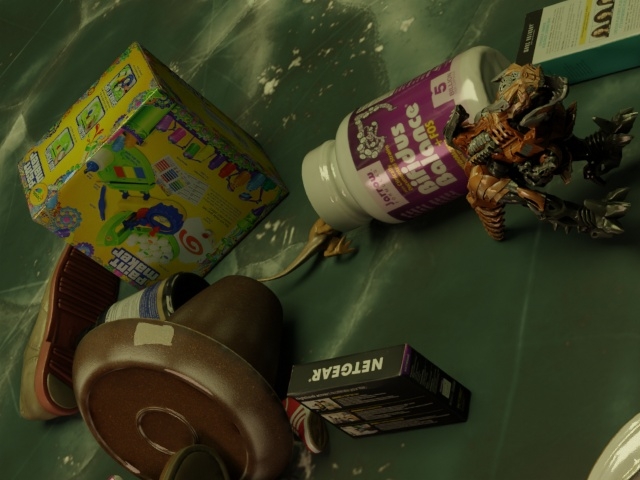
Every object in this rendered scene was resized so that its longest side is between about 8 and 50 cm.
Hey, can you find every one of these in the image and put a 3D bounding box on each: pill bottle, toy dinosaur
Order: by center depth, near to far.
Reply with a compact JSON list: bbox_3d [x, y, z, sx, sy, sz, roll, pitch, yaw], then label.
[{"bbox_3d":[0.246,-0.098,1.532,0.322,0.218,0.164,102,179,-82],"label":"toy dinosaur"},{"bbox_3d":[0.128,-0.123,1.745,0.301,0.169,0.169,-26,43,31],"label":"pill bottle"},{"bbox_3d":[0.000,0.000,1.886,0.211,0.064,0.112,-51,17,-14],"label":"toy dinosaur"},{"bbox_3d":[-0.262,0.138,1.982,0.219,0.123,0.123,-26,44,32],"label":"pill bottle"}]

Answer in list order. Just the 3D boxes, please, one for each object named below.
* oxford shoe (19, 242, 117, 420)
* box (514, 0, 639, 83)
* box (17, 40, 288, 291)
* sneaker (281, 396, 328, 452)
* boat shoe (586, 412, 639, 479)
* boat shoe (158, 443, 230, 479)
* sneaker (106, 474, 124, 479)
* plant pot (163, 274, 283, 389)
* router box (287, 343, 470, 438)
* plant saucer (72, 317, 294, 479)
[{"bbox_3d":[-0.433,0.135,2.173,0.130,0.123,0.348,-24,43,40],"label":"oxford shoe"},{"bbox_3d":[0.374,-0.271,1.698,0.244,0.060,0.100,-11,52,41],"label":"box"},{"bbox_3d":[-0.262,-0.096,2.038,0.279,0.290,0.177,-44,37,9],"label":"box"},{"bbox_3d":[-0.031,0.245,1.711,0.067,0.042,0.118,-35,32,15],"label":"sneaker"},{"bbox_3d":[0.374,0.198,1.271,0.277,0.098,0.096,-45,36,7],"label":"boat shoe"},{"bbox_3d":[-0.174,0.407,1.611,0.104,0.110,0.307,-20,65,57],"label":"boat shoe"},{"bbox_3d":[-0.242,0.384,1.738,0.095,0.104,0.236,-55,14,-7],"label":"sneaker"},{"bbox_3d":[-0.142,0.161,1.789,0.215,0.215,0.230,-16,32,38],"label":"plant pot"},{"bbox_3d":[0.070,0.184,1.579,0.179,0.133,0.046,-15,50,38],"label":"router box"},{"bbox_3d":[-0.186,0.229,1.667,0.310,0.310,0.050,-19,27,36],"label":"plant saucer"}]
